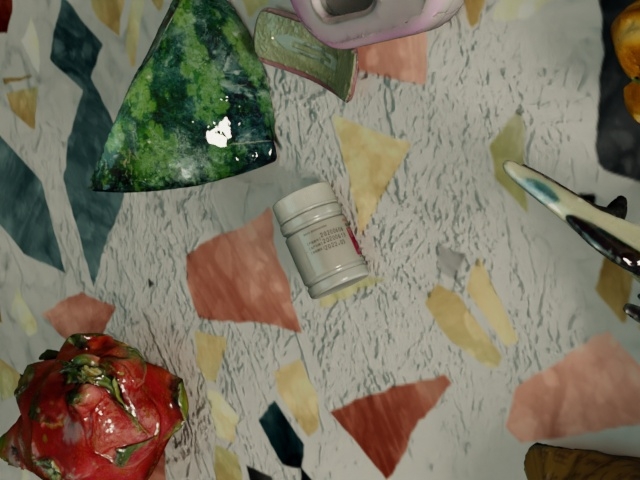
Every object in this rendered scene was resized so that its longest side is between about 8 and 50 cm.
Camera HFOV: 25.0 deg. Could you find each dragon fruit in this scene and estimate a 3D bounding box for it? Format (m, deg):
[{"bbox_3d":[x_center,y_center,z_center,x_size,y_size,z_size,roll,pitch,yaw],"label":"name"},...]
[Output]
[{"bbox_3d":[-0.260,0.181,1.580,0.269,0.198,0.200,38,143,54],"label":"dragon fruit"}]

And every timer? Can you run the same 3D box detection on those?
[{"bbox_3d":[0.037,-0.260,1.125,0.191,0.069,0.208,-3,102,51],"label":"timer"}]

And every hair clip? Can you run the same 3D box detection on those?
[{"bbox_3d":[-0.009,-0.162,1.256,0.137,0.022,0.054,29,124,41],"label":"hair clip"}]

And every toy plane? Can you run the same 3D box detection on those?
[{"bbox_3d":[0.239,0.015,0.959,0.262,0.088,0.192,40,131,15],"label":"toy plane"}]

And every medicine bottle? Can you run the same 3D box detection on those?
[{"bbox_3d":[0.000,0.000,1.278,0.058,0.058,0.091,-33,78,51],"label":"medicine bottle"}]

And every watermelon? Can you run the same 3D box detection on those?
[{"bbox_3d":[-0.153,-0.146,1.366,0.202,0.136,0.207,-5,85,45],"label":"watermelon"}]

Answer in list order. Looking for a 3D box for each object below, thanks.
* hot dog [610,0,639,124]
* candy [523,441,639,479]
[{"bbox_3d":[0.294,-0.106,0.870,0.269,0.072,0.115,8,109,47],"label":"hot dog"},{"bbox_3d":[0.239,0.209,1.038,0.271,0.101,0.143,-21,77,60],"label":"candy"}]
